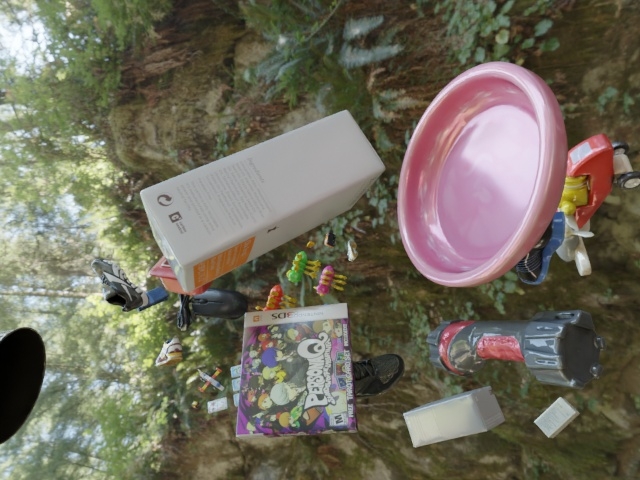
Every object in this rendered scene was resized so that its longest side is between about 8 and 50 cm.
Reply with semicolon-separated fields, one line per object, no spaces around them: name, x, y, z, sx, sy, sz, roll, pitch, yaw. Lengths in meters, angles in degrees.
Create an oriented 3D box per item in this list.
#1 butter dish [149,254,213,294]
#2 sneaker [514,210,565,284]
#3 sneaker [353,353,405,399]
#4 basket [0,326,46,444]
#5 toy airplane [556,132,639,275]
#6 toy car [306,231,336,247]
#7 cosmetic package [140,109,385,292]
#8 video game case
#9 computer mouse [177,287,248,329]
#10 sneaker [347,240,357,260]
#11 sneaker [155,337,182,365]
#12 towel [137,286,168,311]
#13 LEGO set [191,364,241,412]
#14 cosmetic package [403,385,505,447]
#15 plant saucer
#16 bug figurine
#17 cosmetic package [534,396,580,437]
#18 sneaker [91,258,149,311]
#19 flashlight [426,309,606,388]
butter dish;-0.342;0.093;1.093;0.160;0.160;0.118;-73;-12;-60
sneaker;0.385;0.013;0.779;0.232;0.091;0.081;66;-146;-56
sneaker;0.083;0.307;0.948;0.130;0.228;0.087;69;-176;-49
basket;-0.665;0.258;0.749;0.154;0.227;0.204;83;-173;-60
toy airplane;0.734;-0.119;1.262;0.386;0.273;0.384;-58;-32;-78
toy car;0.000;0.000;1.491;0.122;0.040;0.060;5;-116;-30
cosmetic package;-0.114;-0.082;0.875;0.161;0.453;0.230;58;158;8
video game case;-0.043;0.237;0.768;0.041;0.210;0.232;72;-166;-56
computer mouse;-0.421;0.254;1.618;0.072;0.272;0.188;122;148;-71
sneaker;0.101;0.034;1.368;0.083;0.032;0.037;-90;23;-51
sneaker;-0.559;0.415;1.531;0.070;0.185;0.083;11;-119;-40
towel;-0.646;0.222;1.567;0.119;0.067;0.029;-25;-35;-37
LEGO set;-0.409;0.602;1.697;0.182;0.244;0.060;-110;11;-45
cosmetic package;0.368;0.491;1.152;0.127;0.238;0.107;5;-119;-43
plant saucer;0.239;-0.092;0.636;0.332;0.084;0.332;-173;90;-70
bug figurine;-0.040;0.153;1.167;0.279;0.072;0.216;28;-100;-39
cosmetic package;0.724;0.543;1.265;0.041;0.115;0.060;25;-160;-38
sneaker;-0.696;0.153;1.388;0.234;0.078;0.106;42;-150;2
flashlight;0.281;0.174;0.645;0.103;0.103;0.304;58;163;1
